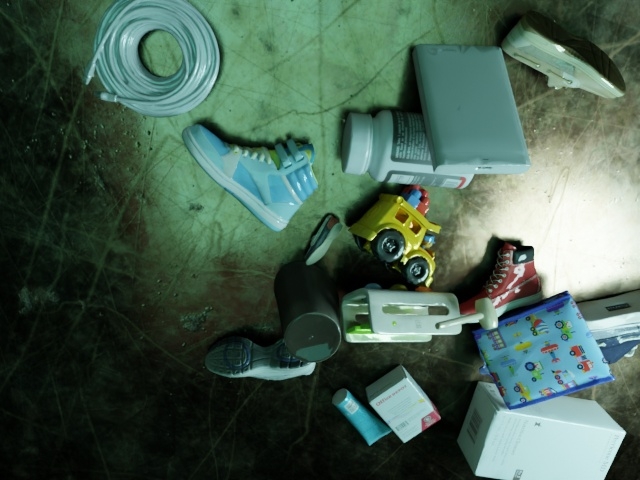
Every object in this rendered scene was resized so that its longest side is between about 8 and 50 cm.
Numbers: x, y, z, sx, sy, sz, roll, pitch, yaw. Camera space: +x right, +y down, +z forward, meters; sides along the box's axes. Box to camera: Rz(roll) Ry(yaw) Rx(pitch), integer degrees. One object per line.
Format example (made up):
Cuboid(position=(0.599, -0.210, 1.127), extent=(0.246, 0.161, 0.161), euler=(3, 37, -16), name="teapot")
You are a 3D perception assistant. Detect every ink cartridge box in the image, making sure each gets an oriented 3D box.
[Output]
Cuboid(position=(0.227, 0.450, 1.492), extent=(0.127, 0.072, 0.175), euler=(-36, 108, 8), name="ink cartridge box")

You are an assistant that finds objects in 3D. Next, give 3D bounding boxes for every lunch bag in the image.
Cuboid(position=(0.543, 0.289, 1.377), extent=(0.293, 0.138, 0.221), euler=(-28, 80, 19), name="lunch bag")

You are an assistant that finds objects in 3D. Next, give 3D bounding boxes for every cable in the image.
Cuboid(position=(-0.345, -0.393, 1.148), extent=(0.257, 0.089, 0.257), euler=(20, 105, -12), name="cable")

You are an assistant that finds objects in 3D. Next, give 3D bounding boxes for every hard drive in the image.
Cuboid(position=(0.319, -0.285, 1.158), extent=(0.203, 0.040, 0.308), euler=(-1, 68, -9), name="hard drive")

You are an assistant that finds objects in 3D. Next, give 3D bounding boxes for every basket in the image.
Cuboid(position=(-0.027, 0.178, 1.296), extent=(0.154, 0.227, 0.204), euler=(-33, 108, 6), name="basket")

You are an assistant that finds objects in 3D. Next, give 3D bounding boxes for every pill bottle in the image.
Cuboid(position=(0.197, -0.208, 1.218), extent=(0.283, 0.161, 0.161), euler=(5, 108, -6), name="pill bottle")

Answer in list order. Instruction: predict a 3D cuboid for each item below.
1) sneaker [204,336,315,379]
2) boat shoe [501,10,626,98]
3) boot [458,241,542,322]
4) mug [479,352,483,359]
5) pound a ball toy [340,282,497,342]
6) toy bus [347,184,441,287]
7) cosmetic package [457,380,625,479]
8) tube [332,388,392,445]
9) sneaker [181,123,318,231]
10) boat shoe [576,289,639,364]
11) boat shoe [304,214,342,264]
Cuboid(position=(-0.152, 0.322, 1.397), extent=(0.297, 0.111, 0.129), euler=(0, 142, 10), name="sneaker")
Cuboid(position=(0.553, -0.400, 1.224), extent=(0.302, 0.109, 0.098), euler=(25, 144, -13), name="boat shoe")
Cuboid(position=(0.443, 0.101, 1.388), extent=(0.244, 0.088, 0.176), euler=(-20, 109, -7), name="boot")
Cuboid(position=(0.474, 0.306, 1.480), extent=(0.064, 0.078, 0.062), euler=(16, 140, -1), name="mug")
Cuboid(position=(0.236, 0.162, 1.298), extent=(0.319, 0.208, 0.136), euler=(5, 69, -29), name="pound a ball toy")
Cuboid(position=(0.211, -0.024, 1.306), extent=(0.220, 0.149, 0.211), euler=(39, 86, -18), name="toy bus")
Cuboid(position=(0.610, 0.551, 1.516), extent=(0.385, 0.156, 0.217), euler=(11, 106, -7), name="cosmetic package")
Cuboid(position=(0.114, 0.498, 1.515), extent=(0.080, 0.052, 0.207), euler=(-35, 113, 12), name="tube")
Cuboid(position=(-0.137, -0.190, 1.218), extent=(0.208, 0.127, 0.319), euler=(-42, 117, 11), name="sneaker")
Cuboid(position=(0.837, 0.236, 1.456), extent=(0.340, 0.127, 0.158), euler=(-8, 115, 7), name="boat shoe")
Cuboid(position=(0.000, 0.000, 1.336), extent=(0.043, 0.049, 0.137), euler=(44, 107, 26), name="boat shoe")
